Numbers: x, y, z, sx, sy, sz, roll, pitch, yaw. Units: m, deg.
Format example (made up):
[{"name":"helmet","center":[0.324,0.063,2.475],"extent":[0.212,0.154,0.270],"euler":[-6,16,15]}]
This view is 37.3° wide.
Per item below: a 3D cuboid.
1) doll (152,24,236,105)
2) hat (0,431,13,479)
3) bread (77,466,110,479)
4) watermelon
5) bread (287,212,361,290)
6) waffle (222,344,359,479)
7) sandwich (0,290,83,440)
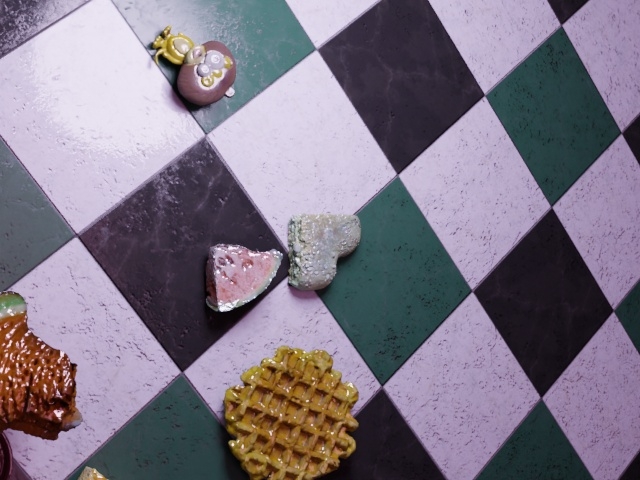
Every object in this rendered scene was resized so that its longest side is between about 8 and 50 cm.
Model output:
[{"name":"doll","center":[-0.261,-0.357,1.959],"extent":[0.188,0.096,0.145],"euler":[18,70,-18]},{"name":"hat","center":[-0.644,0.401,1.673],"extent":[0.205,0.089,0.206],"euler":[2,85,-30]},{"name":"bread","center":[-0.439,0.542,1.796],"extent":[0.125,0.068,0.188],"euler":[40,68,-23]},{"name":"watermelon","center":[-0.179,0.060,1.992],"extent":[0.187,0.071,0.139],"euler":[-40,100,-18]},{"name":"bread","center":[0.000,0.000,2.102],"extent":[0.232,0.064,0.172],"euler":[-49,112,-26]},{"name":"waffle","center":[-0.057,0.376,2.038],"extent":[0.324,0.068,0.302],"euler":[-24,99,-32]},{"name":"sandwich","center":[-0.556,0.252,1.696],"extent":[0.301,0.162,0.250],"euler":[34,53,7]}]
